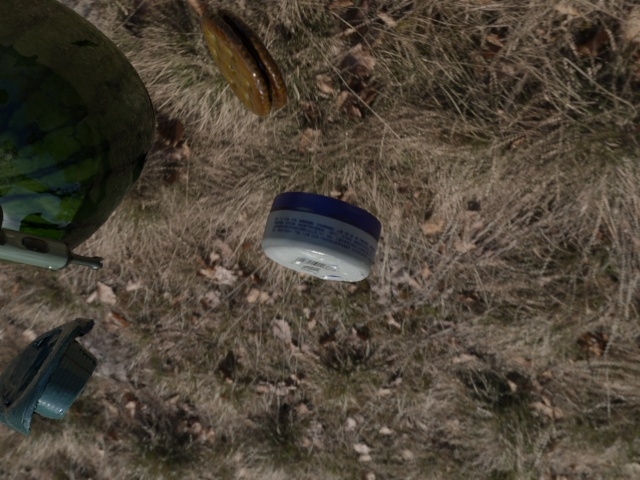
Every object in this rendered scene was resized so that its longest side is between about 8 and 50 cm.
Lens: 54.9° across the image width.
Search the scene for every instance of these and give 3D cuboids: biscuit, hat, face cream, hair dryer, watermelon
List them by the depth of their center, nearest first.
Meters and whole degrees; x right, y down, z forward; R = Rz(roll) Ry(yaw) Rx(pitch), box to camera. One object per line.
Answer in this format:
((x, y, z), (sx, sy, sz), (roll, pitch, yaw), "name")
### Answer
((-0.273, 0.002, 0.560), (0.100, 0.197, 0.057), (-16, 71, 28), "hair dryer")
((-0.367, -0.114, 0.678), (0.330, 0.189, 0.331), (-2, 113, -4), "watermelon")
((-0.304, 0.159, 0.708), (0.078, 0.138, 0.190), (39, 146, -27), "hat")
((0.000, 0.000, 1.106), (0.205, 0.206, 0.111), (16, 77, -8), "face cream")
((-0.146, -0.339, 1.173), (0.066, 0.220, 0.221), (-36, 111, -11), "biscuit")
